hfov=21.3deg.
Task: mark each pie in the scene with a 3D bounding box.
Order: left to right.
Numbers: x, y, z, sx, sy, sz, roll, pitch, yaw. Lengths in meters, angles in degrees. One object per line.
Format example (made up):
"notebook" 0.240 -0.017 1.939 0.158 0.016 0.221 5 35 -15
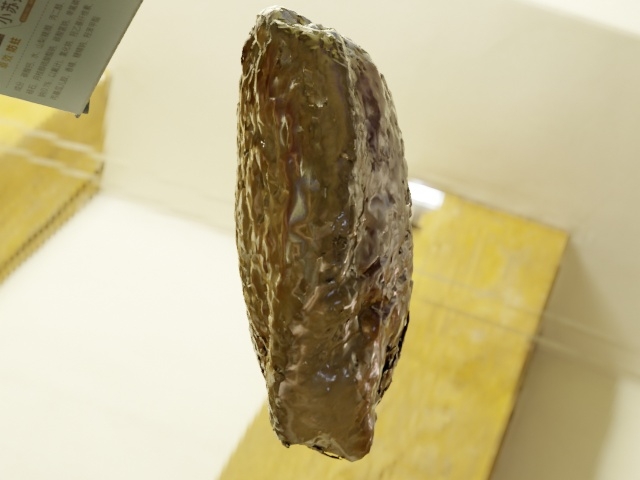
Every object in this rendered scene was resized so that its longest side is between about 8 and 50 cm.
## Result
"pie" 0.000 0.000 0.712 0.079 0.193 0.163 -1 -155 3

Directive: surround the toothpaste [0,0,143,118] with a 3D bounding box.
"toothpaste" -0.094 -0.169 0.755 0.089 0.313 0.071 12 -125 -21
